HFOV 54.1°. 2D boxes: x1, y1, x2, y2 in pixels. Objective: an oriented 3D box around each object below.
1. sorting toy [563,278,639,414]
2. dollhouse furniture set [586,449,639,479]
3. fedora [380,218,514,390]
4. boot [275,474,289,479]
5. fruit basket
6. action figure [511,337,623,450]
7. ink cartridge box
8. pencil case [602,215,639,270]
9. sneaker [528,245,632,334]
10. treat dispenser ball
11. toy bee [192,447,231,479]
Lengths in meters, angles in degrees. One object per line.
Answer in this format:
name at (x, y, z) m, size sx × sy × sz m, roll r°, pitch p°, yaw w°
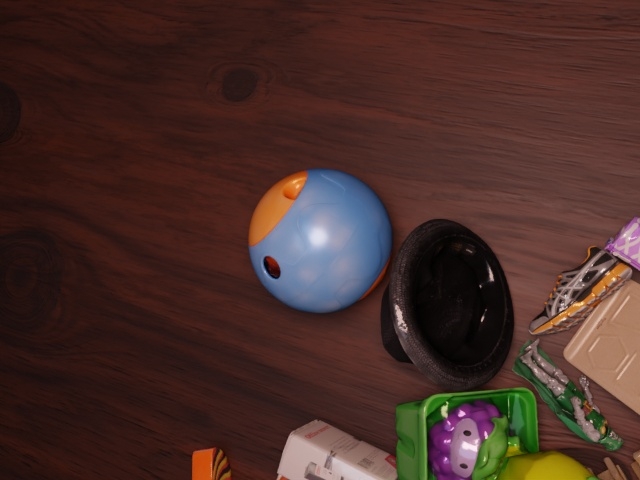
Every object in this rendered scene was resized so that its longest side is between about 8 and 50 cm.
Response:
sorting toy at (0.567, 0.190, 1.110) m, size 0.193 × 0.038 × 0.208 m, roll -58°, pitch 40°, yaw 8°
dollhouse furniture set at (0.606, 0.450, 1.023) m, size 0.212 × 0.242 × 0.161 m, roll -37°, pitch 108°, yaw 15°
fedora at (0.215, 0.128, 1.182) m, size 0.152 × 0.334 × 0.334 m, roll -30°, pitch 72°, yaw 50°
boot at (-0.065, 0.551, 1.346) m, size 0.084 × 0.059 × 0.158 m, roll 15°, pitch 82°, yaw 25°
fruit basket at (0.306, 0.440, 1.056) m, size 0.392 × 0.282 × 0.392 m, roll -178°, pitch 90°, yaw -66°
action figure at (0.456, 0.287, 1.140) m, size 0.232 × 0.137 × 0.063 m, roll 48°, pitch 127°, yaw 9°
ink cartridge box at (0.046, 0.455, 1.253) m, size 0.217 × 0.158 × 0.092 m, roll 22°, pitch 93°, yaw 22°
pencil case at (0.612, 0.044, 1.110) m, size 0.206 × 0.086 × 0.088 m, roll 39°, pitch 65°, yaw 21°
sneaker at (0.467, 0.099, 1.161) m, size 0.215 × 0.084 × 0.083 m, roll -47°, pitch 56°, yaw 24°
treat dispenser ball at (0.000, 0.000, 1.247) m, size 0.288 × 0.288 × 0.288 m, roll -2°, pitch 84°, yaw 21°
toy bee at (-0.241, 0.621, 1.373) m, size 0.195 × 0.162 × 0.298 m, roll 6°, pitch 62°, yaw 30°
